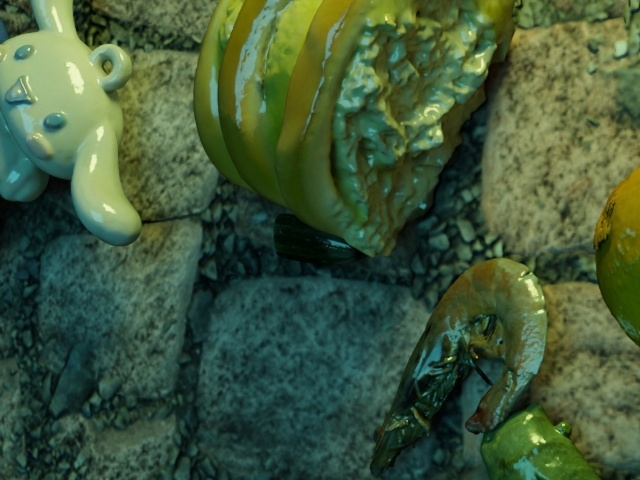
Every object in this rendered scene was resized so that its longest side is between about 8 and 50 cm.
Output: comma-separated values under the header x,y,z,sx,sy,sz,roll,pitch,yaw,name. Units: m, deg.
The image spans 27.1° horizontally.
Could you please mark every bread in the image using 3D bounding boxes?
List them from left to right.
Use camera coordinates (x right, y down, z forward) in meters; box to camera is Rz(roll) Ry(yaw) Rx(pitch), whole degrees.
x,y,z,sx,sy,sz,roll,pitch,yaw,name
0.010,-0.173,1.274,0.270,0.211,0.315,35,100,32,bread

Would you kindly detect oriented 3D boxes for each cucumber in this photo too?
x,y,z,sx,sy,sz,roll,pitch,yaw,name
0.000,0.000,1.354,0.105,0.048,0.048,9,89,33,cucumber

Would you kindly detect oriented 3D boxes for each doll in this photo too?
x,y,z,sx,sy,sz,roll,pitch,yaw,name
-0.378,-0.143,1.534,0.365,0.187,0.376,-19,56,22,doll

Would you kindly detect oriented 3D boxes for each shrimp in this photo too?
x,y,z,sx,sy,sz,roll,pitch,yaw,name
0.126,0.131,1.238,0.251,0.052,0.143,-62,37,15,shrimp

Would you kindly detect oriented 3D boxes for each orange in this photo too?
x,y,z,sx,sy,sz,roll,pitch,yaw,name
0.325,0.006,1.042,0.219,0.219,0.193,-23,64,29,orange

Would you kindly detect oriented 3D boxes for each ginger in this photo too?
x,y,z,sx,sy,sz,roll,pitch,yaw,name
0.261,0.234,1.139,0.290,0.089,0.137,15,105,39,ginger
